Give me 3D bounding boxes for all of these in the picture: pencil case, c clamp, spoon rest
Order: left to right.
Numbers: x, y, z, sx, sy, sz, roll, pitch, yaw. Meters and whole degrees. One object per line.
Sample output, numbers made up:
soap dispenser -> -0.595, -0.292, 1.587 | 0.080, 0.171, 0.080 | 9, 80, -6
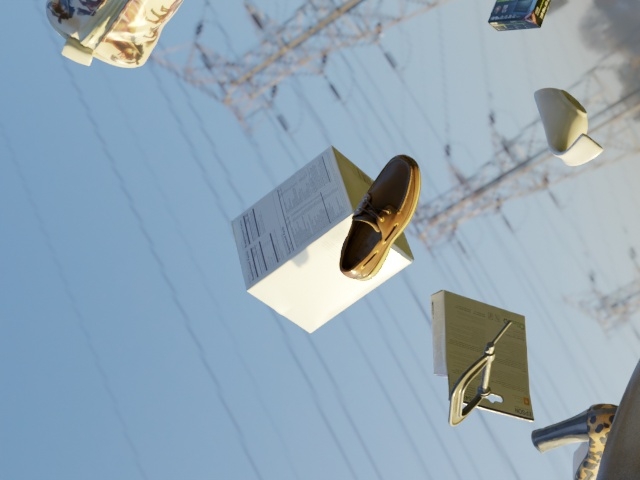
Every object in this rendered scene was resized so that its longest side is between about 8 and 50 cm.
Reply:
pencil case -> -0.211, -0.419, 1.602 | 0.160, 0.410, 0.183 | 39, -158, -5
c clamp -> 0.242, 0.213, 1.790 | 0.022, 0.160, 0.137 | 34, -126, 26
spoon rest -> 0.485, -0.223, 2.331 | 0.137, 0.084, 0.276 | 35, -158, -16

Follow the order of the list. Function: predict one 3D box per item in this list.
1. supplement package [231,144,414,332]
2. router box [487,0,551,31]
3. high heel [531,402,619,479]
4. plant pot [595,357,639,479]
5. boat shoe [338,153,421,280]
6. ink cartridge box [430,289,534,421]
supplement package -> 0.000, 0.000, 2.268 | 0.199, 0.263, 0.198 | 37, -155, -40
router box -> 0.404, -0.472, 2.369 | 0.038, 0.122, 0.092 | 31, -104, -35
high heel -> 0.517, 0.371, 2.054 | 0.261, 0.186, 0.093 | 36, -136, -32
plant pot -> 0.526, 0.265, 1.694 | 0.237, 0.237, 0.254 | 38, -124, -44
boat shoe -> 0.075, -0.028, 1.523 | 0.064, 0.178, 0.060 | 29, -171, 23
ink cartridge box -> 0.306, 0.225, 2.237 | 0.223, 0.045, 0.224 | 19, -123, -32
